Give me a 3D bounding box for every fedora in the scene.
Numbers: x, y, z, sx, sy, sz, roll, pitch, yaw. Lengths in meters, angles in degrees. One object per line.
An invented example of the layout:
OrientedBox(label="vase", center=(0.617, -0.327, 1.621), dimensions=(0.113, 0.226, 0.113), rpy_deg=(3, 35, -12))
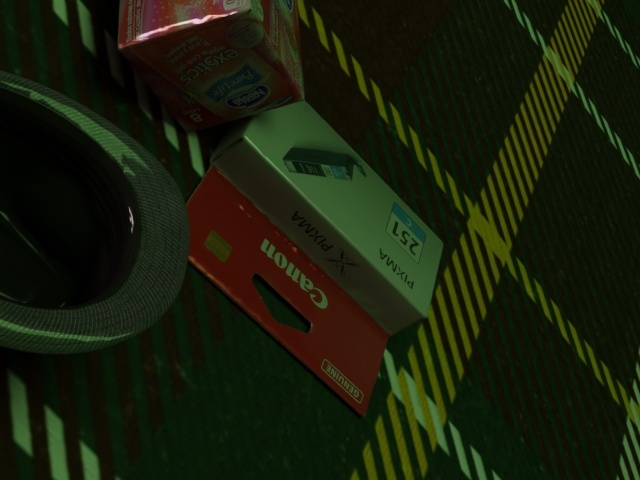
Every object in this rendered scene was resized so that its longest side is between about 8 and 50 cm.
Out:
OrientedBox(label="fedora", center=(-0.250, -0.007, 0.784), dimensions=(0.275, 0.124, 0.243), rpy_deg=(21, 48, -28))

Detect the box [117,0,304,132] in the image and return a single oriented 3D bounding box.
OrientedBox(label="box", center=(-0.113, -0.286, 1.088), dimensions=(0.154, 0.142, 0.300), rpy_deg=(54, 27, -55))

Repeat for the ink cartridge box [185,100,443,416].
OrientedBox(label="ink cartridge box", center=(0.000, 0.000, 1.119), dimensions=(0.296, 0.066, 0.261), rpy_deg=(44, 38, -19))
